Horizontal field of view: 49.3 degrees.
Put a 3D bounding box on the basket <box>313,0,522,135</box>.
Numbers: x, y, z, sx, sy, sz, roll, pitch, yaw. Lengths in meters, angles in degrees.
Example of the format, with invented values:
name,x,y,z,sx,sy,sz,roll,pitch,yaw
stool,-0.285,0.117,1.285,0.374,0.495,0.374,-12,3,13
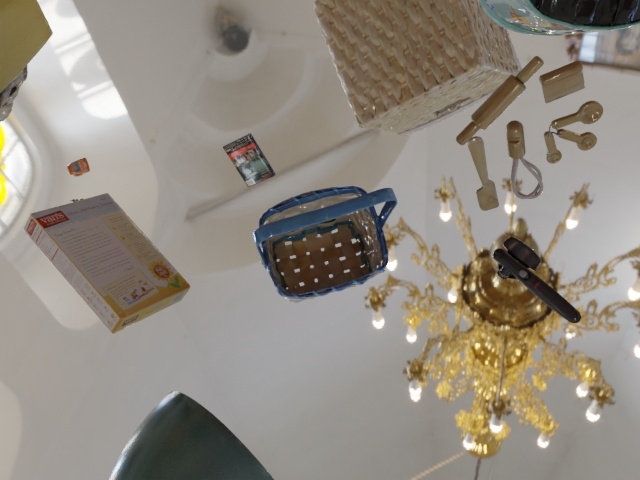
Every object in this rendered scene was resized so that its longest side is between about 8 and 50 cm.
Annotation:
name,x,y,z,sx,sy,sz,roll,pitch,yaw
basket,0.212,-0.442,1.529,0.328,0.266,0.331,-23,-97,30

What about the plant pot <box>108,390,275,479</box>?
name,x,y,z,sx,sy,sz,roll,pitch,yaw
plant pot,-0.186,0.379,0.947,0.290,0.290,0.195,34,-123,28

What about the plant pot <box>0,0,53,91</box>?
name,x,y,z,sx,sy,sz,roll,pitch,yaw
plant pot,-0.399,-0.246,0.697,0.187,0.212,0.212,-34,-88,-11

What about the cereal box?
name,x,y,z,sx,sy,sz,roll,pitch,yaw
cereal box,-0.358,0.031,1.186,0.240,0.047,0.173,46,-148,12

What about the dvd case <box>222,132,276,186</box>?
name,x,y,z,sx,sy,sz,roll,pitch,yaw
dvd case,-0.173,-0.194,1.694,0.087,0.119,0.013,-21,-160,31

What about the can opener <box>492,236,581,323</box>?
name,x,y,z,sx,sy,sz,roll,pitch,yaw
can opener,0.371,0.074,1.197,0.073,0.059,0.186,-49,-112,16

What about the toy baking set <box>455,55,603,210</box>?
name,x,y,z,sx,sy,sz,roll,pitch,yaw
toy baking set,0.304,-0.149,1.037,0.256,0.197,0.030,-43,-150,25

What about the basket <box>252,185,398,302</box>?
name,x,y,z,sx,sy,sz,roll,pitch,yaw
basket,0.000,0.000,1.287,0.255,0.289,0.201,-15,-104,-10

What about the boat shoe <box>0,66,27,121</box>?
name,x,y,z,sx,sy,sz,roll,pitch,yaw
boat shoe,-0.523,-0.245,1.040,0.130,0.132,0.355,-56,-157,8

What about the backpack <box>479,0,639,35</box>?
name,x,y,z,sx,sy,sz,roll,pitch,yaw
backpack,0.186,-0.246,0.516,0.166,0.188,0.144,-8,-172,-16

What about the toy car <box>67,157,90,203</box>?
name,x,y,z,sx,sy,sz,roll,pitch,yaw
toy car,-0.560,-0.130,1.617,0.060,0.122,0.040,7,-162,36
